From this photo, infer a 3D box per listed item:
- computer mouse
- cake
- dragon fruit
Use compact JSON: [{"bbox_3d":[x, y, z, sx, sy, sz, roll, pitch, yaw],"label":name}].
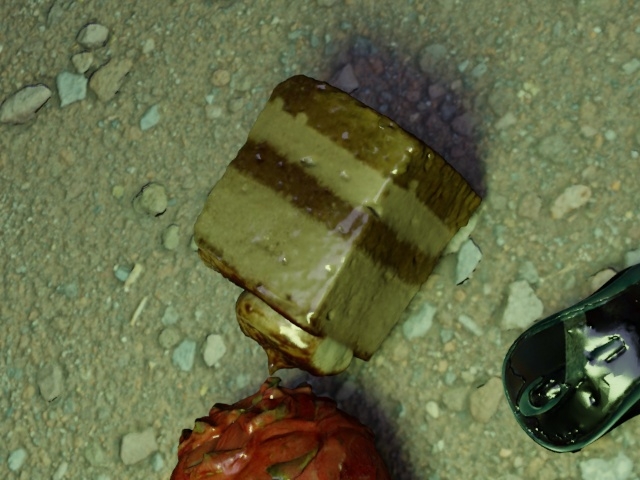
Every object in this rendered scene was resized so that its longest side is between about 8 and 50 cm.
[{"bbox_3d":[0.286,0.115,1.377,0.233,0.096,0.137,-37,66,10],"label":"computer mouse"},{"bbox_3d":[0.000,0.000,1.472,0.198,0.196,0.293,31,89,29],"label":"cake"},{"bbox_3d":[-0.037,0.267,1.414,0.252,0.241,0.241,35,93,-2],"label":"dragon fruit"}]
